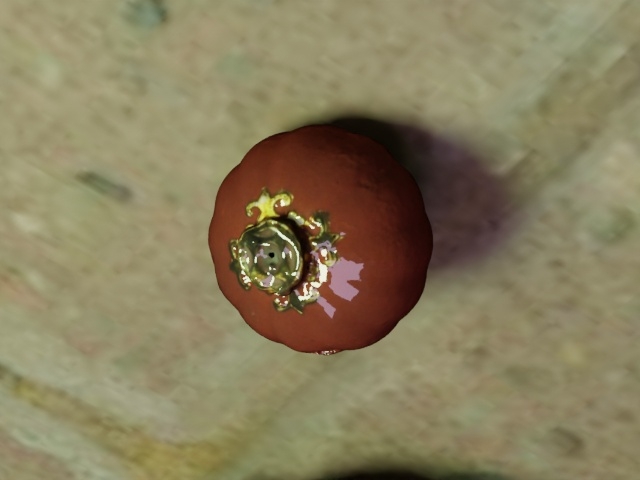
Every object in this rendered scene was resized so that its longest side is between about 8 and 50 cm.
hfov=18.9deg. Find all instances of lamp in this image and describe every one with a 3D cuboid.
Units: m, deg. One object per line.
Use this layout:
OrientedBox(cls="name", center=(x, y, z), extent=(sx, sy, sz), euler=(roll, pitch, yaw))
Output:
OrientedBox(cls="lamp", center=(0.000, 0.000, 0.831), extent=(0.101, 0.090, 0.101), euler=(7, 105, 25))
